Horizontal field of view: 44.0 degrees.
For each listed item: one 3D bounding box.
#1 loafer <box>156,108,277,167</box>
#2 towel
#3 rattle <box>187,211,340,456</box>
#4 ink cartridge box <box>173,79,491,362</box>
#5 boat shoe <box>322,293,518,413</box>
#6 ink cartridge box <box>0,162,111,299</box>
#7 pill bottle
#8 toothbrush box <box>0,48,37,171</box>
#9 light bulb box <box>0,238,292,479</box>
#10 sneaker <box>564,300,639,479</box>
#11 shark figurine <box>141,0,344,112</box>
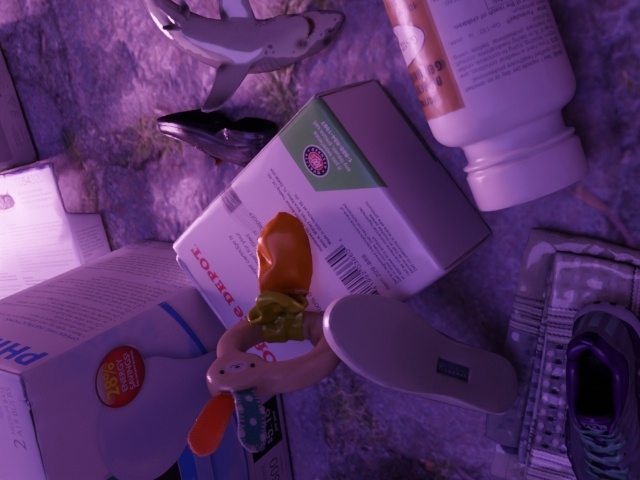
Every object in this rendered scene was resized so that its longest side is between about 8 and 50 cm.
[{"bbox_3d":[-0.128,-0.118,0.950,0.170,0.062,0.061,17,122,31],"label":"loafer"},{"bbox_3d":[0.316,0.169,0.746,0.324,0.056,0.312,17,118,31],"label":"towel"},{"bbox_3d":[-0.056,0.083,0.727,0.130,0.199,0.143,26,123,23],"label":"rattle"},{"bbox_3d":[0.000,0.000,0.862,0.289,0.121,0.211,-39,84,39],"label":"ink cartridge box"},{"bbox_3d":[0.087,0.117,0.773,0.227,0.079,0.081,25,160,-24],"label":"boat shoe"},{"bbox_3d":[-0.442,0.053,1.241,0.324,0.071,0.330,-5,102,38],"label":"ink cartridge box"},{"bbox_3d":[0.147,-0.149,0.691,0.131,0.131,0.229,-17,98,39],"label":"pill bottle"},{"bbox_3d":[-0.592,-0.186,1.219,0.283,0.122,0.206,-4,105,38],"label":"toothbrush box"},{"bbox_3d":[-0.245,0.225,0.977,0.225,0.361,0.358,5,111,35],"label":"light bulb box"},{"bbox_3d":[0.247,0.172,0.709,0.083,0.098,0.224,-3,104,34],"label":"sneaker"},{"bbox_3d":[-0.127,-0.238,0.880,0.278,0.116,0.166,34,91,11],"label":"shark figurine"}]
